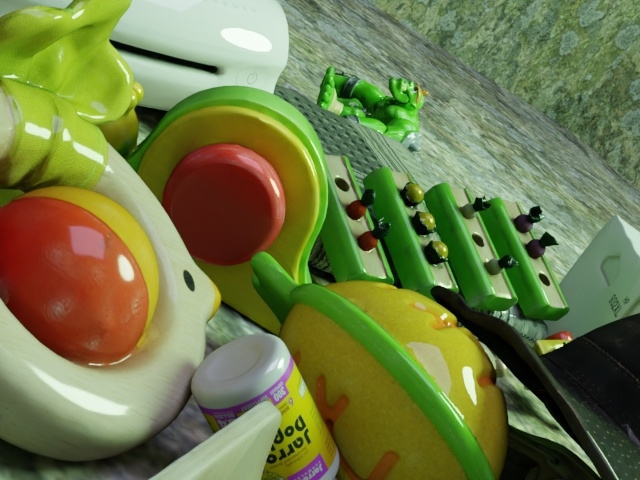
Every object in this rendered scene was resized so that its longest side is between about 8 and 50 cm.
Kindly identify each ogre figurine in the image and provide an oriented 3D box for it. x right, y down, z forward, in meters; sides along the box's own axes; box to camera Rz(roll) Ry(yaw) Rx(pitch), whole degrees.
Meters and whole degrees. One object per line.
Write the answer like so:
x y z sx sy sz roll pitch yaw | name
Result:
0.052 -0.136 1.205 0.118 0.097 0.197 16 3 -4 | ogre figurine

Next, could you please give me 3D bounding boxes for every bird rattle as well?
-0.120 -0.008 0.434 0.207 0.143 0.253 50 17 -12 | bird rattle

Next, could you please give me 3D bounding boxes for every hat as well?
0.218 0.103 0.594 0.331 0.134 0.331 46 5 -6 | hat

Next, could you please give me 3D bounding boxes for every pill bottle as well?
-0.019 0.083 0.465 0.043 0.043 0.083 -105 170 -66 | pill bottle

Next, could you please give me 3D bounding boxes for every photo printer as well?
-0.175 -0.205 0.842 0.256 0.107 0.307 11 28 -33 | photo printer

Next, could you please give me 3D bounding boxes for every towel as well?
0.013 -0.041 0.946 0.312 0.056 0.324 22 23 -32 | towel

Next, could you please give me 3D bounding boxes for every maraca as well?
0.021 0.068 0.544 0.185 0.099 0.127 34 -27 51 | maraca

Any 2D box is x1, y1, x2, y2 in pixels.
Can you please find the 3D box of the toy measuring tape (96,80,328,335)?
0.000 0.000 0.663 0.330 0.121 0.121 33 16 -10 | toy measuring tape

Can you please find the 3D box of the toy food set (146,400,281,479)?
0.055 0.179 0.307 0.306 0.092 0.220 39 16 10 | toy food set

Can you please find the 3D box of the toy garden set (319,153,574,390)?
0.115 0.031 0.812 0.244 0.049 0.204 10 49 -41 | toy garden set

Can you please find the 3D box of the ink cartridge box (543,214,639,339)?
0.360 0.136 0.987 0.307 0.129 0.223 35 17 -4 | ink cartridge box

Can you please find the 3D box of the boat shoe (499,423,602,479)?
0.101 0.128 0.619 0.153 0.056 0.048 40 27 12 | boat shoe
